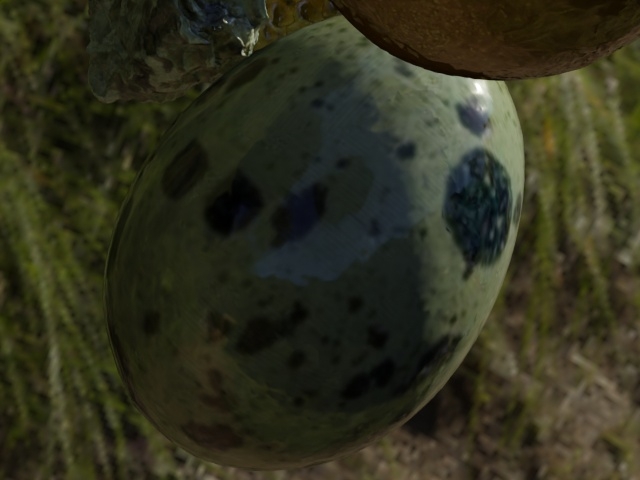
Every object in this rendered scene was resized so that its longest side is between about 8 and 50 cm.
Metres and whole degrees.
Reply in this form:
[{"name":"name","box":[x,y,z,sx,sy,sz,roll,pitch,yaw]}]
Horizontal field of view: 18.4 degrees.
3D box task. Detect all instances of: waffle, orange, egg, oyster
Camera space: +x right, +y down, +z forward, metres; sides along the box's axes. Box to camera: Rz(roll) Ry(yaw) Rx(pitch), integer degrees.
[{"name":"waffle","box":[-0.008,-0.275,2.056,0.249,0.056,0.253,-40,32,-15]},{"name":"orange","box":[0.095,-0.187,0.992,0.236,0.236,0.236,17,34,-12]},{"name":"egg","box":[0.000,0.000,1.502,0.287,0.379,0.287,40,7,-6]},{"name":"oyster","box":[-0.143,-0.226,1.870,0.198,0.268,0.112,22,41,25]}]
